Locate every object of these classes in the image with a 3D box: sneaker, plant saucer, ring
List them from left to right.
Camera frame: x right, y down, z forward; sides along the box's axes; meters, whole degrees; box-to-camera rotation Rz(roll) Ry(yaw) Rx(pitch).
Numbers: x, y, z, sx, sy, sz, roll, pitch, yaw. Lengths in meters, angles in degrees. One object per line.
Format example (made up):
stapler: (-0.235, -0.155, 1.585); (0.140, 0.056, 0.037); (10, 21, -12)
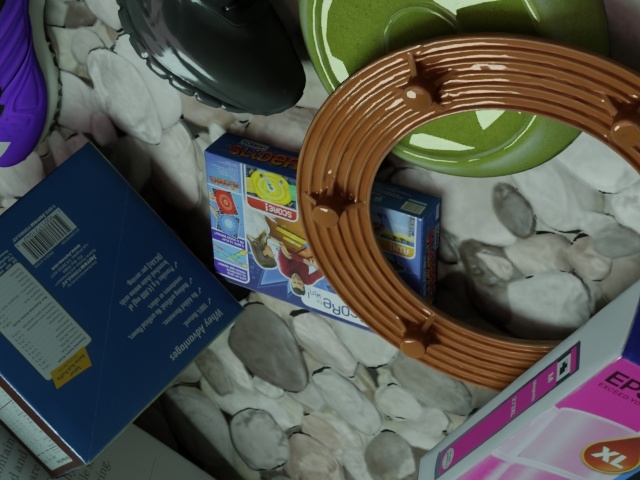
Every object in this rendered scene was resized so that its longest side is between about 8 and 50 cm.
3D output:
sneaker: (-0.296, -0.164, 1.083); (0.102, 0.146, 0.293); (28, 134, 15)
sneaker: (-0.097, -0.216, 0.936); (0.130, 0.109, 0.286); (-29, 105, 39)
plant saucer: (0.080, -0.140, 0.913); (0.241, 0.037, 0.241); (20, 132, 23)
ring: (0.137, 0.001, 0.941); (0.336, 0.032, 0.337); (13, 133, 14)

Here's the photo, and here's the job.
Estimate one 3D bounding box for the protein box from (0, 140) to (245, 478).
protein box: (-0.218, 0.064, 1.148); (0.201, 0.200, 0.136); (48, 153, -5)

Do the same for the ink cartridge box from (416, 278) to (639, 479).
ink cartridge box: (0.233, 0.142, 0.969); (0.175, 0.069, 0.371); (26, 136, -13)

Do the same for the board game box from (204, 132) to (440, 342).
board game box: (0.000, 0.000, 1.080); (0.201, 0.035, 0.136); (19, 132, 23)

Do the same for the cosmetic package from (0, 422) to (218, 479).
cosmetic package: (-0.304, 0.363, 1.264); (0.393, 0.329, 0.327); (39, 127, -22)
